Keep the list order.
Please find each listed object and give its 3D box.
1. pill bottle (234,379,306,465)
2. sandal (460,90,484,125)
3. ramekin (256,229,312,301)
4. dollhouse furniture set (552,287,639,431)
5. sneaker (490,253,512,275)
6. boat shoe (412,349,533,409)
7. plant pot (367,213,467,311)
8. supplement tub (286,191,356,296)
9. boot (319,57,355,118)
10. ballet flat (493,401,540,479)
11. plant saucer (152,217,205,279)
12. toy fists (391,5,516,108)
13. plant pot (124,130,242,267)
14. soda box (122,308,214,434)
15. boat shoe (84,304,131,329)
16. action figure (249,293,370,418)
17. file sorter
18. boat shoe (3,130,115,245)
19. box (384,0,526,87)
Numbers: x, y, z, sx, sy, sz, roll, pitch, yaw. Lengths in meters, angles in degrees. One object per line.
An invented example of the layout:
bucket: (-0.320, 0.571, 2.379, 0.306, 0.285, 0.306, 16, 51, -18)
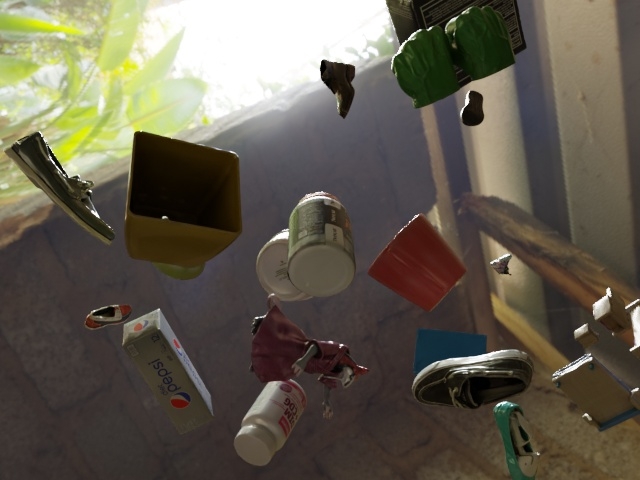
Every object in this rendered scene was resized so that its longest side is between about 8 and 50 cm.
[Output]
pill bottle: (-0.169, 0.613, 2.002, 0.160, 0.283, 0.160, 10, -60, 18)
sandal: (0.445, -0.378, 1.726, 0.067, 0.179, 0.040, 25, -45, -2)
ramekin: (-0.111, 0.098, 2.151, 0.272, 0.273, 0.127, 61, 24, 3)
dollhouse furniture set: (0.746, 0.304, 1.573, 0.286, 0.198, 0.303, 41, -56, -2)
sneaker: (0.617, 0.086, 1.955, 0.069, 0.038, 0.098, 56, -25, 5)
boat shoe: (0.242, 0.240, 0.976, 0.219, 0.070, 0.077, -27, -77, 33)
plant pot: (0.335, 0.088, 1.962, 0.243, 0.275, 0.275, 42, -23, 11)
supplement tub: (0.000, 0.000, 1.726, 0.316, 0.194, 0.193, -92, 171, -55)
boot: (0.043, -0.461, 1.775, 0.082, 0.106, 0.219, 126, -26, -50)
ballet flat: (0.543, 0.561, 1.594, 0.087, 0.083, 0.247, -38, -118, 57)
plant saucer: (-0.459, 0.013, 1.890, 0.037, 0.241, 0.241, -37, -101, 32)
toy fists: (0.274, -0.390, 1.227, 0.142, 0.279, 0.096, 67, -13, -16)
plant pot: (-0.292, -0.061, 1.183, 0.187, 0.212, 0.212, -52, -144, 45)
soda box: (-0.348, 0.306, 1.360, 0.098, 0.091, 0.286, -125, -168, -63)
boat shoe: (-0.527, 0.184, 1.475, 0.049, 0.137, 0.043, 40, -63, 20)
action figure: (-0.027, 0.353, 1.790, 0.370, 0.275, 0.248, 7, -45, 15)
file sorter: (0.325, 0.303, 1.484, 0.104, 0.170, 0.118, 75, 23, -58)
boat shoe: (-0.584, -0.122, 1.368, 0.319, 0.099, 0.116, 45, -17, -3)
box: (0.369, -0.602, 1.613, 0.294, 0.296, 0.182, 62, -5, -36)
